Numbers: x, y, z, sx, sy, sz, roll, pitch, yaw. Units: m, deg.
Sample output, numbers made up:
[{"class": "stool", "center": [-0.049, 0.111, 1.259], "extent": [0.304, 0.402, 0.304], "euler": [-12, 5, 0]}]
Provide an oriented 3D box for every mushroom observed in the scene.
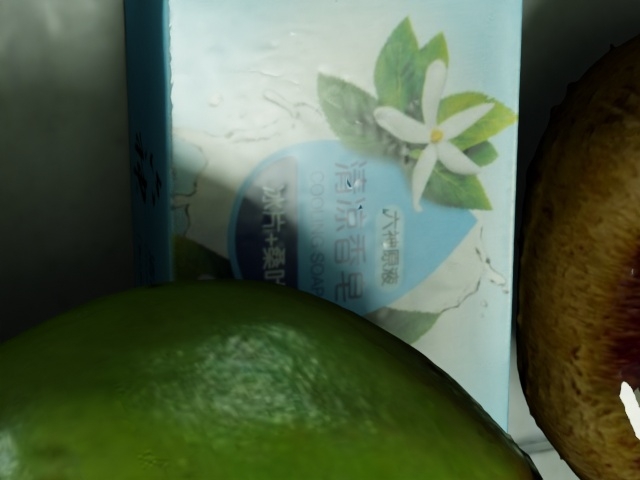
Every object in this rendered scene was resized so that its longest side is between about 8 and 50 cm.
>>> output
[{"class": "mushroom", "center": [0.161, 0.003, 0.656], "extent": [0.138, 0.194, 0.231], "euler": [20, 109, 21]}]

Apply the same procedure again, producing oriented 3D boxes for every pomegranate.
[{"class": "pomegranate", "center": [-0.065, 0.154, 0.494], "extent": [0.341, 0.260, 0.260], "euler": [-27, 113, 0]}]

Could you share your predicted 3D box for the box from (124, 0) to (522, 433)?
[{"class": "box", "center": [0.000, 0.000, 0.631], "extent": [0.143, 0.083, 0.232], "euler": [-5, 106, -17]}]
